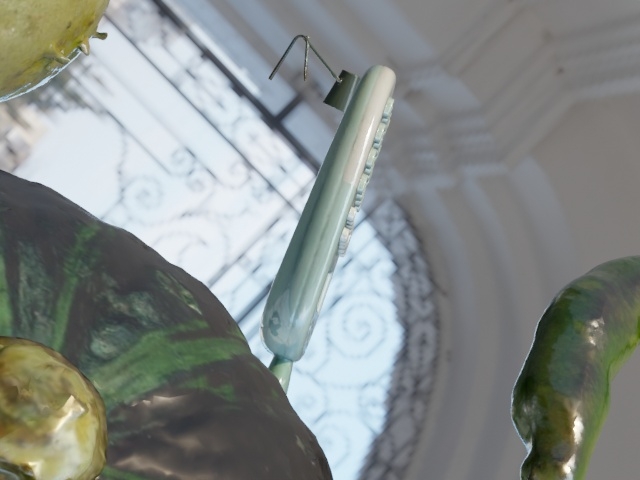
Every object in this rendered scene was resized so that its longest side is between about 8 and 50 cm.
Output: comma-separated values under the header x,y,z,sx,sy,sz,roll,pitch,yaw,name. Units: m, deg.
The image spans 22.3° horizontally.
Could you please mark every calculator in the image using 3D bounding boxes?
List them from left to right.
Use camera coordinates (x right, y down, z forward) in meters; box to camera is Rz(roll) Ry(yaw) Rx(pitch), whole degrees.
x,y,z,sx,sy,sz,roll,pitch,yaw,name
0.000,0.000,1.288,0.184,0.042,0.295,90,20,-83,calculator

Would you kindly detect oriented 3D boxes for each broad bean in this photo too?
x,y,z,sx,sy,sz,roll,pitch,yaw,name
0.201,0.072,0.965,0.292,0.144,0.049,-6,148,-39,broad bean

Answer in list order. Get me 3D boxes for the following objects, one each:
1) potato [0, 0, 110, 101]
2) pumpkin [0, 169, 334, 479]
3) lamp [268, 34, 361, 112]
x,y,z,sx,sy,sz,roll,pitch,yaw,name
-0.305,-0.191,0.991,0.359,0.269,0.219,-15,148,-36,potato
-0.134,0.104,0.501,0.238,0.315,0.315,-57,-179,42,pumpkin
0.004,-0.165,1.611,0.121,0.041,0.054,17,99,-57,lamp
